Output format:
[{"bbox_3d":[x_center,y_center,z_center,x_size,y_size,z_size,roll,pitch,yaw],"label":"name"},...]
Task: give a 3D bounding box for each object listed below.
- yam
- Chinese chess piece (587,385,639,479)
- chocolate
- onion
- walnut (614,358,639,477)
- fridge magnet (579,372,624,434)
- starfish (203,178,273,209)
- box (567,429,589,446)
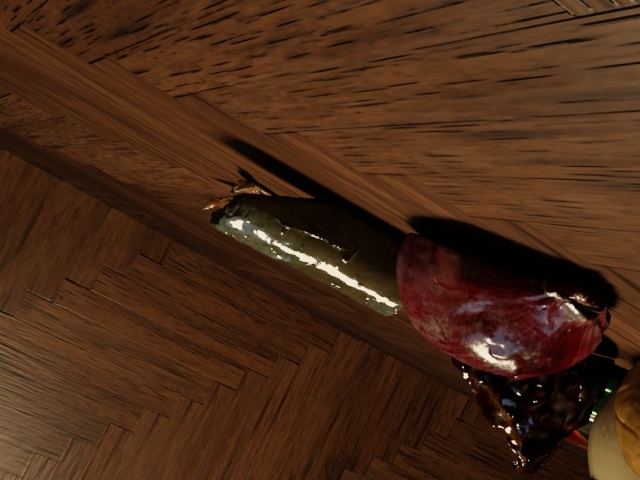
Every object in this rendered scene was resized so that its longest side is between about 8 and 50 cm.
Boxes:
[{"bbox_3d":[0.000,0.000,1.192,0.259,0.106,0.106,29,172,-18],"label":"yam"},{"bbox_3d":[0.498,0.289,1.201,0.338,0.141,0.338,18,175,2],"label":"Chinese chess piece"},{"bbox_3d":[0.259,0.214,1.288,0.206,0.177,0.224,13,176,20],"label":"chocolate"},{"bbox_3d":[0.193,0.082,1.046,0.227,0.120,0.283,24,173,-18],"label":"onion"},{"bbox_3d":[0.387,0.188,0.971,0.165,0.165,0.197,32,163,-38],"label":"walnut"},{"bbox_3d":[0.416,0.240,1.452,0.208,0.088,0.208,25,167,6],"label":"fridge magnet"},{"bbox_3d":[-0.075,-0.043,1.373,0.138,0.050,0.247,29,165,-12],"label":"starfish"},{"bbox_3d":[0.416,0.295,1.825,0.197,0.089,0.313,20,170,28],"label":"box"}]
